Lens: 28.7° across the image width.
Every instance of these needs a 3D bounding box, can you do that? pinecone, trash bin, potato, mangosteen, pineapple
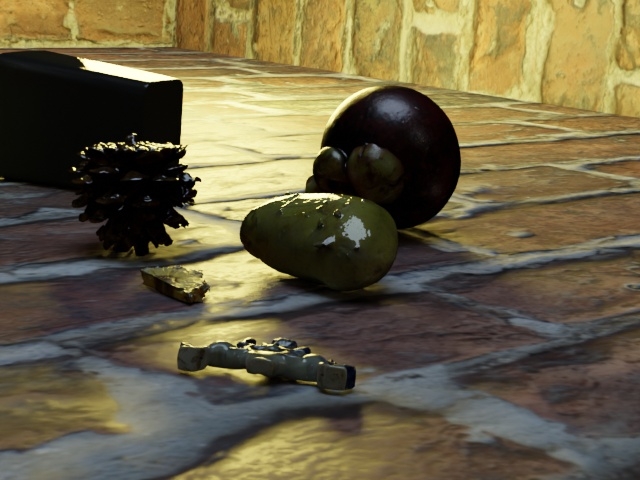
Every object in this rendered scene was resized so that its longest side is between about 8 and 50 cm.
[{"bbox_3d":[-0.189,-0.048,1.283,0.140,0.121,0.140,-2,13,0],"label":"pinecone"},{"bbox_3d":[-0.298,-0.149,1.620,0.225,0.165,0.115,11,14,23],"label":"trash bin"},{"bbox_3d":[0.000,0.000,1.214,0.188,0.085,0.105,10,36,40],"label":"potato"},{"bbox_3d":[0.065,-0.083,1.436,0.199,0.200,0.200,3,13,-1],"label":"mangosteen"},{"bbox_3d":[-0.128,0.039,1.148,0.045,0.019,0.083,-16,23,-41],"label":"pineapple"}]

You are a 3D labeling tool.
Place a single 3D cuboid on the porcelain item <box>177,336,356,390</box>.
[{"bbox_3d":[-0.035,0.088,0.946,0.136,0.021,0.075,7,9,13],"label":"porcelain item"}]
